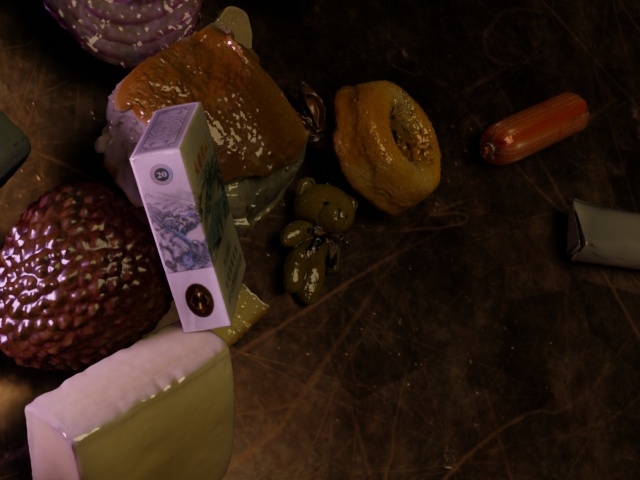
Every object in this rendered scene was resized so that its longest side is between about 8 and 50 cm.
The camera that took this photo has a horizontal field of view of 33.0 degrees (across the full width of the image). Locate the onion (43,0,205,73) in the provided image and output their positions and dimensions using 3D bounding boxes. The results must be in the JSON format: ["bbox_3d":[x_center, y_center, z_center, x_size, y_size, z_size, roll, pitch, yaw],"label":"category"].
[{"bbox_3d":[-0.333,-0.400,1.634,0.314,0.146,0.280,20,76,-41],"label":"onion"}]

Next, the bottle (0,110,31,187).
[{"bbox_3d":[-0.543,-0.185,1.378,0.347,0.168,0.168,47,52,-9],"label":"bottle"}]

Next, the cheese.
[{"bbox_3d":[-0.238,0.262,1.407,0.124,0.242,0.265,31,42,30],"label":"cheese"}]

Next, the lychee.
[{"bbox_3d":[-0.318,0.050,1.428,0.271,0.236,0.236,-43,102,-18],"label":"lychee"}]

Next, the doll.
[{"bbox_3d":[0.000,0.000,1.769,0.137,0.097,0.209,27,65,-34],"label":"doll"}]

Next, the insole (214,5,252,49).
[{"bbox_3d":[-0.154,-0.284,1.802,0.081,0.011,0.248,18,65,-32],"label":"insole"}]

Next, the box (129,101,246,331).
[{"bbox_3d":[-0.167,-0.032,1.417,0.164,0.069,0.256,-83,162,-61],"label":"box"}]

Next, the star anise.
[{"bbox_3d":[-0.005,-0.204,1.860,0.212,0.053,0.157,20,63,-29],"label":"star anise"}]

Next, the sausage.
[{"bbox_3d":[0.416,-0.218,2.162,0.312,0.093,0.093,-25,90,-39],"label":"sausage"}]

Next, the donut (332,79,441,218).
[{"bbox_3d":[0.111,-0.163,1.876,0.253,0.118,0.253,29,49,-40],"label":"donut"}]

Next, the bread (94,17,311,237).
[{"bbox_3d":[-0.171,-0.136,1.596,0.279,0.225,0.250,49,57,-4],"label":"bread"}]

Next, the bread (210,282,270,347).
[{"bbox_3d":[-0.148,0.120,1.620,0.084,0.080,0.109,47,50,-12],"label":"bread"}]

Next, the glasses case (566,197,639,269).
[{"bbox_3d":[0.610,-0.008,2.242,0.308,0.083,0.128,8,64,-35],"label":"glasses case"}]
